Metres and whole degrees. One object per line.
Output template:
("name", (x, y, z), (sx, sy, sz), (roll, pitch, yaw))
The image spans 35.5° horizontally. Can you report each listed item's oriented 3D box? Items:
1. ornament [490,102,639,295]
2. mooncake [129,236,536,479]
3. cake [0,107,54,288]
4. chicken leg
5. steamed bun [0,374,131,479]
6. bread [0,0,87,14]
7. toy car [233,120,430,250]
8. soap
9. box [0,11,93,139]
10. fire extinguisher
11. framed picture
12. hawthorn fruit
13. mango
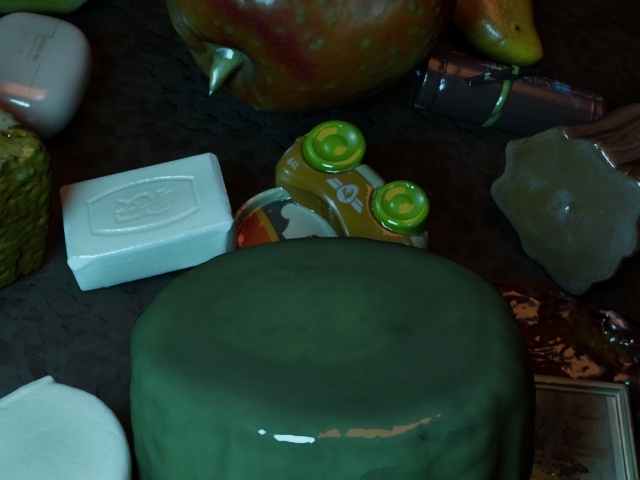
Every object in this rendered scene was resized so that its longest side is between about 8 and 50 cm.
("ornament", (0.383, -0.066, 1.314), (0.218, 0.221, 0.235), (-24, 14, -39))
("mooncake", (0.011, 0.147, 0.888), (0.356, 0.194, 0.356), (-1, 27, 0))
("cake", (-0.434, -0.080, 1.037), (0.196, 0.198, 0.293), (-31, 62, -36))
("chicken leg", (0.215, 0.127, 1.140), (0.407, 0.096, 0.158), (6, 66, -11))
("steamed bun", (-0.258, 0.240, 0.818), (0.164, 0.146, 0.242), (38, 48, 24))
("bread", (-0.421, -0.449, 1.378), (0.341, 0.210, 0.300), (-12, 86, -22))
("toy car", (0.000, 0.000, 1.168), (0.235, 0.145, 0.235), (-1, 59, 2))
("soap", (-0.192, -0.021, 1.122), (0.183, 0.064, 0.121), (-14, 52, -6))
("box", (-0.364, -0.208, 1.255), (0.146, 0.088, 0.200), (13, 46, -9))
("fire extinguisher", (0.308, -0.201, 1.461), (0.341, 0.105, 0.141), (13, 10, -6))
("framed picture", (0.236, 0.261, 1.015), (0.217, 0.017, 0.274), (6, 61, -12))
("hawthorn fruit", (-0.029, -0.336, 1.320), (0.403, 0.403, 0.403), (10, 45, -10))
("mango", (0.278, -0.394, 1.643), (0.157, 0.109, 0.262), (-8, 52, -31))
